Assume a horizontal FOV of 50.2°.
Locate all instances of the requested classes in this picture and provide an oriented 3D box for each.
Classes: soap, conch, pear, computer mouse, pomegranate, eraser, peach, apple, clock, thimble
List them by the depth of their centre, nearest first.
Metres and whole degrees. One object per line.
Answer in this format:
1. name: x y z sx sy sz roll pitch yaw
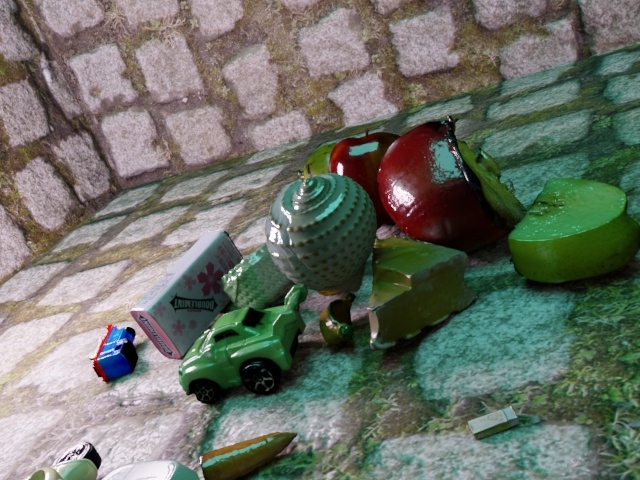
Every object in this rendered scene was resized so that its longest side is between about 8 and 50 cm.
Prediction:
1. eraser: 0.305 0.322 1.207 0.083 0.019 0.038 -21 20 4
2. computer mouse: -0.344 0.506 1.312 0.288 0.097 0.159 -21 20 36
3. clock: -0.619 0.580 1.392 0.379 0.120 0.276 -34 20 -14
4. pear: 0.585 -0.012 1.534 0.292 0.159 0.292 -20 25 10
5. conch: -0.008 0.002 1.648 0.302 0.319 0.215 -6 15 28
6. soap: 0.147 0.115 1.649 0.304 0.169 0.338 -22 19 -27
7. peach: 0.351 -0.131 1.825 0.416 0.339 0.353 17 82 58
8. thimble: -0.163 0.105 1.916 0.219 0.150 0.219 -37 -1 0
9. apple: 0.169 -0.193 2.117 0.288 0.317 0.288 -15 14 4
10. pomegranate: 0.092 -0.195 2.346 0.340 0.261 0.260 9 30 11

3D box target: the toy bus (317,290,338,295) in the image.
1. toy bus: 0.037 0.045 1.941 0.144 0.152 0.330 -19 19 24

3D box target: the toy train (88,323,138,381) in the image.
1. toy train: -0.597 0.321 2.004 0.131 0.083 0.204 -20 23 7

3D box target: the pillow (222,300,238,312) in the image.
1. pillow: -0.266 0.181 2.073 0.217 0.033 0.130 -1 34 43

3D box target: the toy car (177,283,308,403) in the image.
1. toy car: -0.179 0.248 1.643 0.358 0.177 0.213 -15 22 20

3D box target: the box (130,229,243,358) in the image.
1. box: -0.360 0.146 1.980 0.112 0.190 0.370 -2 38 42

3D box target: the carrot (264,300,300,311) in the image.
1. carrot: -0.148 0.205 1.826 0.216 0.048 0.048 -18 16 -34

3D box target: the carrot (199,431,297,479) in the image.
1. carrot: -0.141 0.420 1.351 0.205 0.072 0.072 -23 21 -6

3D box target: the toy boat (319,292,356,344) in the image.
1. toy boat: 0.051 0.194 1.650 0.088 0.089 0.229 -40 11 15
